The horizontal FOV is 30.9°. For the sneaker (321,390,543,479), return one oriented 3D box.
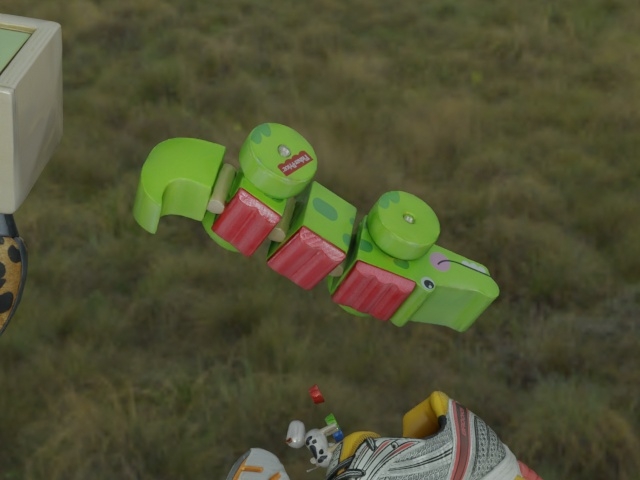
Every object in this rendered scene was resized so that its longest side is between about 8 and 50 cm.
[{"bbox_3d":[0.020,0.155,0.591,0.225,0.093,0.088,-29,-13,-47],"label":"sneaker"}]

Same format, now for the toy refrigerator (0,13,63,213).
[{"bbox_3d":[-0.303,-0.100,0.709,0.269,0.094,0.102,10,34,2],"label":"toy refrigerator"}]

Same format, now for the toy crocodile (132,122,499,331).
[{"bbox_3d":[0.000,0.000,1.027,0.340,0.115,0.105,27,44,-15],"label":"toy crocodile"}]

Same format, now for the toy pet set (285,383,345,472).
[{"bbox_3d":[0.000,0.188,0.890,0.065,0.122,0.114,-26,61,-2],"label":"toy pet set"}]

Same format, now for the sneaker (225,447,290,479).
[{"bbox_3d":[-0.085,0.302,1.094,0.084,0.215,0.083,22,-16,-35],"label":"sneaker"}]

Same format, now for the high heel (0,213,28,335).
[{"bbox_3d":[-0.342,-0.004,0.824,0.261,0.186,0.093,-10,6,9],"label":"high heel"}]
